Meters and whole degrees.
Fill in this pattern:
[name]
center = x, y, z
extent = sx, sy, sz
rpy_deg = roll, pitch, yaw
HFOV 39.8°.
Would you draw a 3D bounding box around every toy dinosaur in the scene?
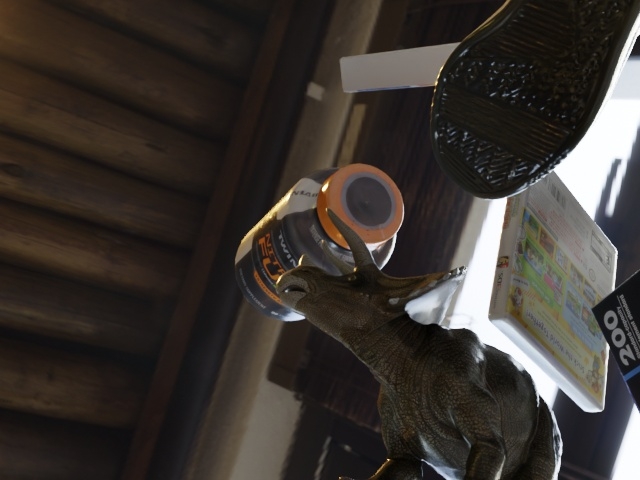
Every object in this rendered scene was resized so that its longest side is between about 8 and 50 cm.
[toy dinosaur]
center = 0.102, 0.126, 0.550
extent = 0.313, 0.121, 0.160
rpy_deg = 45, -132, -21

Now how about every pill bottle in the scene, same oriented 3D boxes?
[pill bottle]
center = 0.000, 0.000, 0.987
extent = 0.130, 0.245, 0.130
rpy_deg = 8, -112, -21

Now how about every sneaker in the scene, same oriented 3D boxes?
[sneaker]
center = 0.185, -0.168, 0.586
extent = 0.178, 0.124, 0.295
rpy_deg = -34, -21, -40

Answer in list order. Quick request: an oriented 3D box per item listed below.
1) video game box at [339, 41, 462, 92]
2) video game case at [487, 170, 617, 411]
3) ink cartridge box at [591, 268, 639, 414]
[video game box]
center = 0.158, -0.203, 1.010
extent = 0.187, 0.205, 0.048
rpy_deg = -17, -75, -38
[video game case]
center = 0.254, 0.043, 0.942
extent = 0.227, 0.026, 0.206
rpy_deg = 41, -127, -38
[ink cartridge box]
center = 0.314, 0.128, 0.769
extent = 0.045, 0.208, 0.206
rpy_deg = -12, -114, -16
